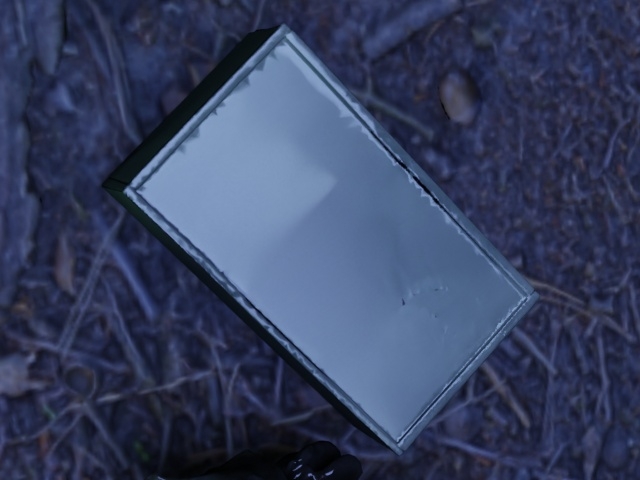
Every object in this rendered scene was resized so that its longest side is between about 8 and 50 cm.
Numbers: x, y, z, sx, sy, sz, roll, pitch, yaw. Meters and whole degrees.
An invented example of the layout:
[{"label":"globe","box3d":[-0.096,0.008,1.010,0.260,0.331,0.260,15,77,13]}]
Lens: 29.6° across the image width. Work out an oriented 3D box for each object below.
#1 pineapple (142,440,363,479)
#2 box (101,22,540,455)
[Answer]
[{"label":"pineapple","box3d":[0.030,0.229,0.690,0.357,0.223,0.223,45,80,-10]},{"label":"box","box3d":[0.000,0.000,0.718,0.129,0.086,0.225,-47,107,-9]}]
